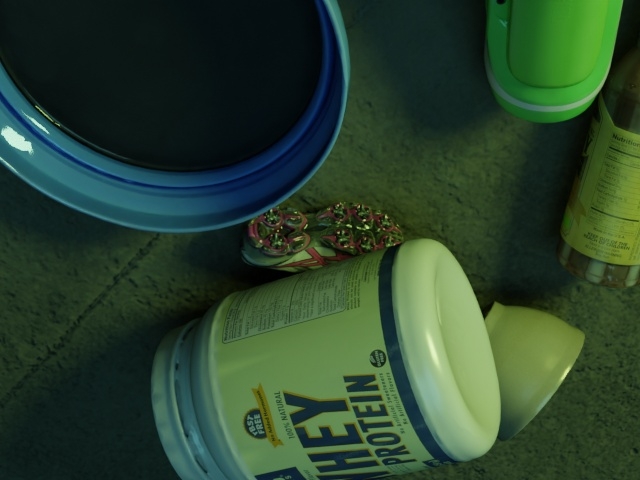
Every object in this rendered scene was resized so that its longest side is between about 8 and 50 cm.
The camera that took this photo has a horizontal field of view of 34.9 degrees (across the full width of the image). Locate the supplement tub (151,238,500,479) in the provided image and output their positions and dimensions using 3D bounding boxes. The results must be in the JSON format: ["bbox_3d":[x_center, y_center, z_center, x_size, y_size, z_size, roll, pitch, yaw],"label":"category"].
[{"bbox_3d":[0.007,0.148,1.101,0.325,0.235,0.235,-18,122,21],"label":"supplement tub"}]

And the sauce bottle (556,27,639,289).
[{"bbox_3d":[0.345,-0.117,1.089,0.111,0.111,0.344,5,118,-10],"label":"sauce bottle"}]

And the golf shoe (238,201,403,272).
[{"bbox_3d":[0.000,0.000,1.146,0.186,0.067,0.086,2,155,-16],"label":"golf shoe"}]

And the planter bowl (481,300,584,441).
[{"bbox_3d":[0.219,0.141,1.207,0.109,0.162,0.162,36,112,3],"label":"planter bowl"}]

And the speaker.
[{"bbox_3d":[0.219,-0.249,0.939,0.131,0.131,0.296,-10,142,-2],"label":"speaker"}]

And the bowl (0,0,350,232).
[{"bbox_3d":[-0.164,-0.178,0.948,0.391,0.077,0.391,5,132,6],"label":"bowl"}]
